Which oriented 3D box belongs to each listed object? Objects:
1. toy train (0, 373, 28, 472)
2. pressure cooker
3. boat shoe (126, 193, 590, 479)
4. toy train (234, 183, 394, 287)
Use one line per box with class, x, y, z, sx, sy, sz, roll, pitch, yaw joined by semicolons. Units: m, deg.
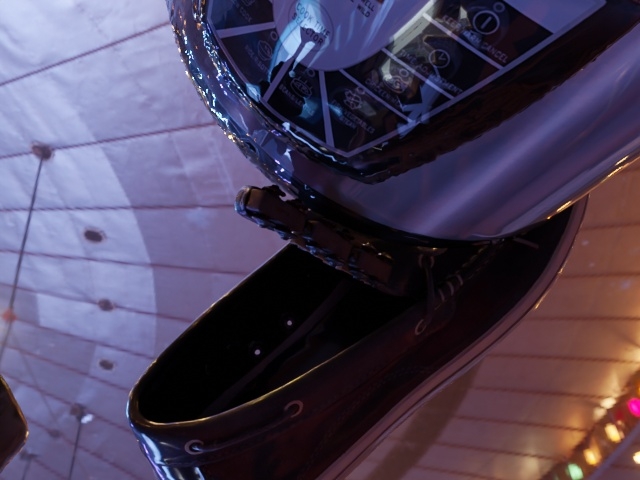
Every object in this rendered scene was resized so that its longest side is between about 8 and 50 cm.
toy train;-0.353;0.177;0.496;0.190;0.334;0.142;13;-49;22
pressure cooker;0.125;-0.234;0.441;0.370;0.375;0.420;4;-27;-26
boat shoe;0.049;0.027;0.644;0.500;0.187;0.156;-43;-52;-15
toy train;0.000;0.000;0.499;0.036;0.027;0.158;13;-10;39
